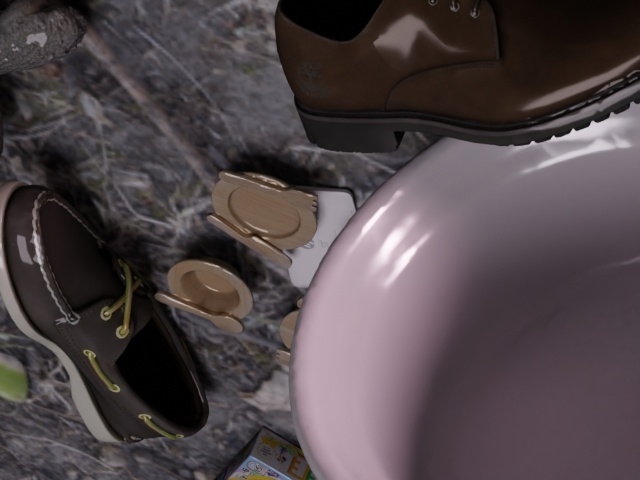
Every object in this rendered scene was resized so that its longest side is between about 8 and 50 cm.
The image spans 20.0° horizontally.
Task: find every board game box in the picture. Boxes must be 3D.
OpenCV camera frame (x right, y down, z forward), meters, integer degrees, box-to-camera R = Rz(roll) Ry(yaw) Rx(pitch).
[{"bbox_3d":[-0.031,0.197,1.263,0.103,0.026,0.154,31,139,-7],"label":"board game box"}]

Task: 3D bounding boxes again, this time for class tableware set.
[{"bbox_3d":[-0.016,0.026,1.068,0.141,0.020,0.169,27,144,-4],"label":"tableware set"}]

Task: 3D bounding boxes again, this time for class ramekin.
[{"bbox_3d":[0.136,0.064,0.860,0.277,0.277,0.135,-3,140,29],"label":"ramekin"}]

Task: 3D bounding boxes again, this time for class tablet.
[{"bbox_3d":[0.000,0.000,1.054,0.054,0.006,0.083,6,135,22],"label":"tablet"}]

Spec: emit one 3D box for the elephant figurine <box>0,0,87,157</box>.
[{"bbox_3d":[-0.256,-0.046,1.035,0.239,0.169,0.186,7,168,-2],"label":"elephant figurine"}]

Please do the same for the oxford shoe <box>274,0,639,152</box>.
[{"bbox_3d":[0.074,-0.099,0.856,0.227,0.083,0.096,-5,127,29],"label":"oxford shoe"}]

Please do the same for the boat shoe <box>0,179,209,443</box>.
[{"bbox_3d":[-0.132,0.045,1.116,0.068,0.081,0.228,1,141,22],"label":"boat shoe"}]
